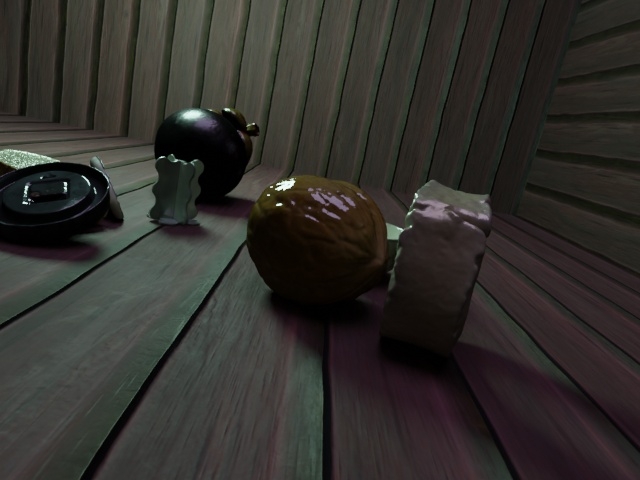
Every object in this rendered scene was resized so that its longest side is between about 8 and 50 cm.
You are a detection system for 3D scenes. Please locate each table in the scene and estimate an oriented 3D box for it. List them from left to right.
[{"bbox_3d":[-0.447,-0.159,1.490,0.166,0.199,0.166,11,14,-3],"label":"table"}]

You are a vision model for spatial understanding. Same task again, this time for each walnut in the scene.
[{"bbox_3d":[0.000,0.000,1.067,0.332,0.333,0.333,11,14,-3],"label":"walnut"}]

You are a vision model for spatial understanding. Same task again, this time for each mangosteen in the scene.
[{"bbox_3d":[-0.451,-0.381,1.933,0.382,0.435,0.382,30,-23,14],"label":"mangosteen"}]

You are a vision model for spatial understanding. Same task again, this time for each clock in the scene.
[{"bbox_3d":[-0.656,-0.098,1.154,0.280,0.056,0.281,4,38,-3],"label":"clock"}]

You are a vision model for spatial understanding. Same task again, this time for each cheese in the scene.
[{"bbox_3d":[0.232,0.048,0.944,0.153,0.333,0.292,15,1,15],"label":"cheese"}]

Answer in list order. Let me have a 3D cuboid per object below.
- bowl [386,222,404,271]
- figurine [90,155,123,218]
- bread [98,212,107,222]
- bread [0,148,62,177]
[{"bbox_3d":[0.107,0.020,1.352,0.276,0.145,0.277,13,14,-3],"label":"bowl"},{"bbox_3d":[-0.684,-0.138,1.399,0.141,0.167,0.250,-22,42,-25],"label":"figurine"},{"bbox_3d":[-0.649,-0.081,1.270,0.106,0.082,0.125,33,11,24],"label":"bread"},{"bbox_3d":[-0.921,-0.220,1.531,0.236,0.070,0.236,20,16,-6],"label":"bread"}]
